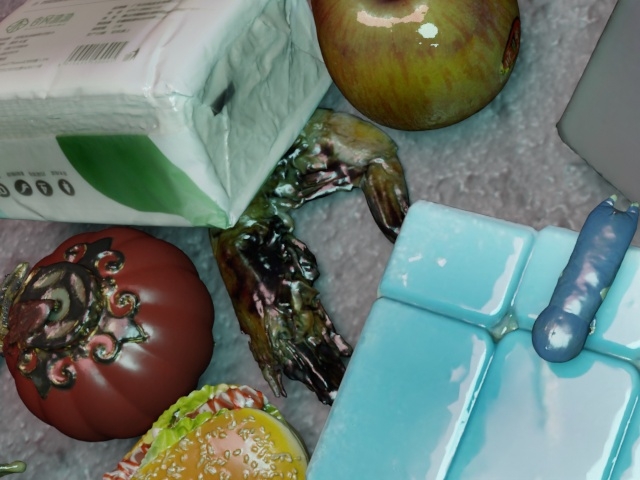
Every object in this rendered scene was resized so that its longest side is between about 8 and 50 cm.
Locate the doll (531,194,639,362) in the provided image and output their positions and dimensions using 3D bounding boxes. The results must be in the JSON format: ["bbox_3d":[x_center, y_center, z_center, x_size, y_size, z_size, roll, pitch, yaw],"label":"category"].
[{"bbox_3d":[0.177,0.025,0.792,0.037,0.027,0.125,23,77,29],"label":"doll"}]

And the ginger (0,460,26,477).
[{"bbox_3d":[-0.389,0.286,1.197,0.413,0.211,0.358,5,111,40],"label":"ginger"}]

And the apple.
[{"bbox_3d":[0.098,-0.218,1.209,0.211,0.188,0.211,-8,68,20],"label":"apple"}]

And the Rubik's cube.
[{"bbox_3d":[0.200,0.192,0.914,0.316,0.319,0.322,18,79,29],"label":"Rubik's cube"}]

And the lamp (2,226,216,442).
[{"bbox_3d":[-0.220,0.094,1.220,0.226,0.227,0.227,-10,66,22],"label":"lamp"}]

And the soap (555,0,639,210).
[{"bbox_3d":[0.366,-0.133,0.999,0.285,0.107,0.296,49,134,32],"label":"soap"}]

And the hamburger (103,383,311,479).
[{"bbox_3d":[-0.107,0.239,1.147,0.210,0.116,0.173,-34,74,10],"label":"hamburger"}]

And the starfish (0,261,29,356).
[{"bbox_3d":[-0.394,0.124,1.382,0.208,0.053,0.176,-11,66,25],"label":"starfish"}]

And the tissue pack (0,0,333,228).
[{"bbox_3d":[-0.198,-0.157,1.273,0.356,0.194,0.266,2,43,33],"label":"tissue pack"}]

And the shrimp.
[{"bbox_3d":[0.000,0.000,1.241,0.233,0.071,0.365,-28,54,7],"label":"shrimp"}]
